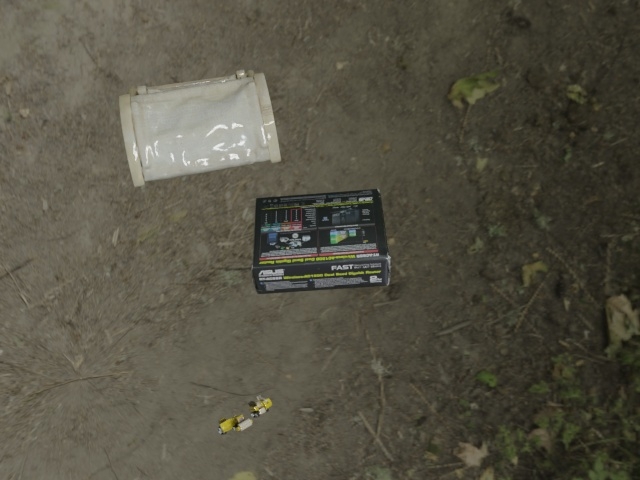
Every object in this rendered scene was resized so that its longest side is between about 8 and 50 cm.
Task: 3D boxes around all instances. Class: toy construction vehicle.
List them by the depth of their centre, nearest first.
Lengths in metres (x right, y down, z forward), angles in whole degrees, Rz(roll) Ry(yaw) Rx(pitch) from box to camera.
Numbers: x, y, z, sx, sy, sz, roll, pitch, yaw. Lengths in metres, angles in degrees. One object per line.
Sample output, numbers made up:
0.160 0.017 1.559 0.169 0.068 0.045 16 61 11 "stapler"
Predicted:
-0.133 0.299 1.206 0.086 0.098 0.035 -25 87 -27 "toy construction vehicle"

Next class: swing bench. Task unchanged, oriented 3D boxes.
-0.221 -0.214 1.279 0.253 0.254 0.165 -11 105 -8 "swing bench"

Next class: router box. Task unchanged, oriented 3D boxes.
0.000 0.000 0.643 0.122 0.038 0.092 -4 45 2 "router box"
